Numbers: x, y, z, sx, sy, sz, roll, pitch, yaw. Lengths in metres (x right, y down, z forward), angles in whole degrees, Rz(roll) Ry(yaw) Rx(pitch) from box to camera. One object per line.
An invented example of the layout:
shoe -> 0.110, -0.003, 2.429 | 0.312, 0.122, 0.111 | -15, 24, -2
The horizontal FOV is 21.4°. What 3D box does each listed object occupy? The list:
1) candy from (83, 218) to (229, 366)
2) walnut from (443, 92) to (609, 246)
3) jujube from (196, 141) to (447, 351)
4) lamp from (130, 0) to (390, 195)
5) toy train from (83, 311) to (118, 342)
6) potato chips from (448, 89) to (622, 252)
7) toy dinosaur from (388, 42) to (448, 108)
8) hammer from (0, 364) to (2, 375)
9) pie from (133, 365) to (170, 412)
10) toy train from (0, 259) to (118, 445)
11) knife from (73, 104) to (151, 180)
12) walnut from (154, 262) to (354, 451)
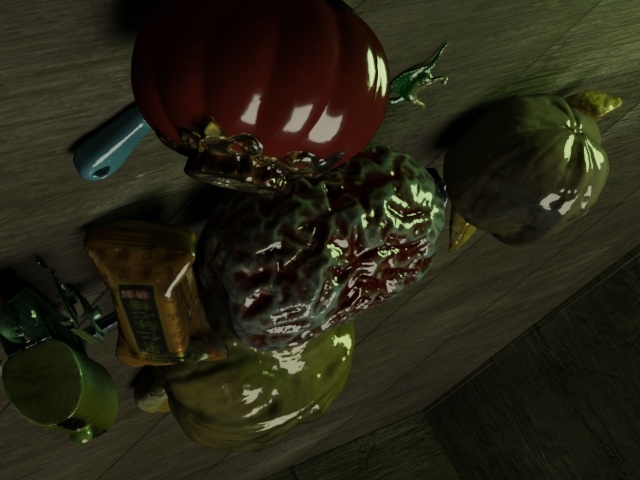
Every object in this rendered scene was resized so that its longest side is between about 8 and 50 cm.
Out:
candy -> -0.187, 0.075, 1.981 | 0.143, 0.101, 0.271 | 4, 143, 7
walnut -> 0.279, -0.093, 2.303 | 0.224, 0.224, 0.224 | -28, 166, -8
jujube -> 0.000, 0.000, 2.041 | 0.317, 0.226, 0.226 | -25, 166, -27
lamp -> -0.051, -0.147, 1.453 | 0.227, 0.227, 0.227 | -28, 166, -8
toy train -> -0.293, 0.117, 2.259 | 0.083, 0.017, 0.017 | -31, 165, 6
potato chips -> 0.286, -0.109, 2.511 | 0.057, 0.080, 0.407 | -39, 175, -47
toy dinosaur -> 0.114, -0.190, 1.988 | 0.060, 0.029, 0.119 | 0, 149, -31
hammer -> -0.499, 0.197, 2.076 | 0.226, 0.041, 0.159 | -25, 165, -17
pie -> -0.143, 0.191, 2.698 | 0.337, 0.075, 0.337 | -25, 165, -7
toy train -> -0.299, 0.140, 1.970 | 0.126, 0.189, 0.307 | -35, 170, -4
knife -> -0.152, -0.140, 1.626 | 0.244, 0.032, 0.058 | -41, 154, 24
walnut -> -0.092, 0.135, 2.248 | 0.277, 0.282, 0.253 | -33, -154, -13
